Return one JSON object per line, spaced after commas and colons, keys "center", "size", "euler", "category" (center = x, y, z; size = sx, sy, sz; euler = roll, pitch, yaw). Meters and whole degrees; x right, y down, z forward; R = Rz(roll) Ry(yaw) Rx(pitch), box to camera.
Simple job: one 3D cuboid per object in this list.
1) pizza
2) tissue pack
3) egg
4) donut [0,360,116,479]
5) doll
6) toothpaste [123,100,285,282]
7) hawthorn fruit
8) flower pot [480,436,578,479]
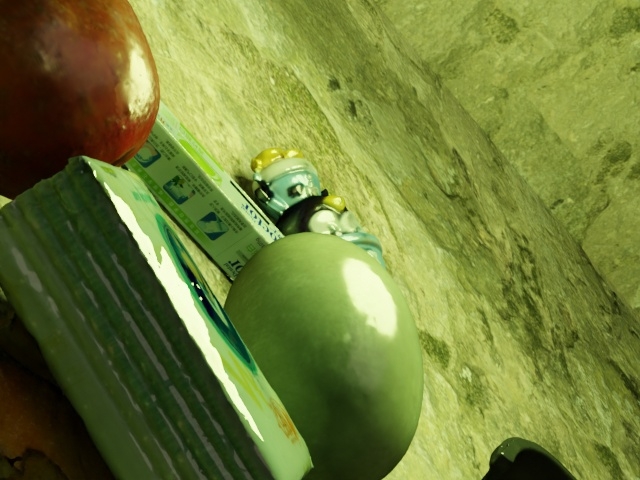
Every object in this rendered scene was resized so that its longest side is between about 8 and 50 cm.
{"center": [-0.297, 0.096, 1.653], "size": [0.178, 0.041, 0.131], "euler": [11, 53, -60], "category": "pizza"}
{"center": [-0.170, 0.115, 1.556], "size": [0.388, 0.162, 0.287], "euler": [58, 3, 4], "category": "tissue pack"}
{"center": [-0.001, 0.149, 1.908], "size": [0.258, 0.258, 0.352], "euler": [28, 40, -49], "category": "egg"}
{"center": [-0.273, 0.217, 1.465], "size": [0.259, 0.101, 0.152], "euler": [48, 23, -19], "category": "donut"}
{"center": [0.000, 0.000, 2.256], "size": [0.177, 0.141, 0.314], "euler": [-1, 56, -50], "category": "doll"}
{"center": [-0.150, -0.045, 2.086], "size": [0.336, 0.081, 0.067], "euler": [48, 21, -22], "category": "toothpaste"}
{"center": [-0.314, -0.180, 1.688], "size": [0.284, 0.284, 0.284], "euler": [44, 26, -28], "category": "hawthorn fruit"}
{"center": [0.250, 0.479, 1.984], "size": [0.379, 0.251, 0.379], "euler": [45, 23, -25], "category": "flower pot"}
